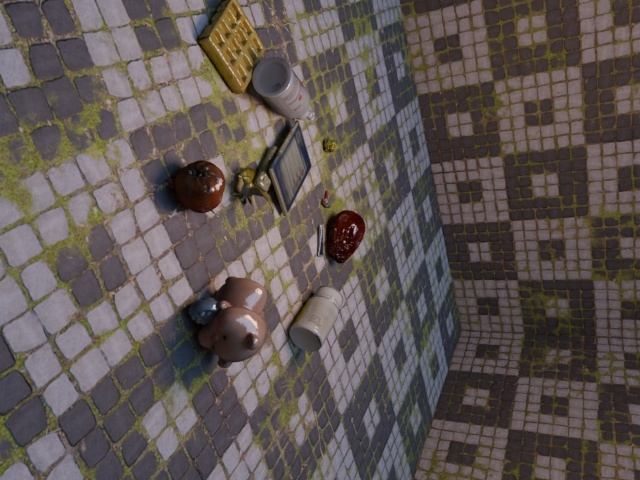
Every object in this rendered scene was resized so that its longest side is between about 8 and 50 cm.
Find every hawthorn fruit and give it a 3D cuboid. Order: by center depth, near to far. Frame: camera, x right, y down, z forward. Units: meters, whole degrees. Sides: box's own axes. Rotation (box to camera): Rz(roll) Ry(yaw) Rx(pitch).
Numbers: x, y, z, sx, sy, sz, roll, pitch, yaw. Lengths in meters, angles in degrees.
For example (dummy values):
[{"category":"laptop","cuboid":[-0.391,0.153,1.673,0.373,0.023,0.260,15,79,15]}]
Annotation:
[{"category":"hawthorn fruit","cuboid":[-0.351,-0.138,1.434,0.149,0.149,0.189,-48,164,-51]}]

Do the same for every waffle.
[{"category":"waffle","cuboid":[-0.284,-0.648,1.650,0.221,0.055,0.247,54,44,-45]}]

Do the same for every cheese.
[{"category":"cheese","cuboid":[-0.190,-0.260,1.800,0.064,0.044,0.193,59,40,-45]}]

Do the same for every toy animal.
[{"category":"toy animal","cuboid":[-0.253,0.237,1.496,0.229,0.210,0.221,47,40,4]},{"category":"toy animal","cuboid":[-0.243,-0.164,1.631,0.219,0.095,0.155,56,19,25]}]

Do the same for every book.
[{"category":"book","cuboid":[-0.112,-0.281,1.915,0.322,0.018,0.228,-67,151,-42]}]

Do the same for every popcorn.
[{"category":"popcorn","cuboid":[0.048,-0.422,2.224,0.083,0.068,0.059,-115,-145,-65]}]

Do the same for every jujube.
[{"category":"jujube","cuboid":[0.105,-0.017,2.211,0.168,0.168,0.236,40,70,-53]}]

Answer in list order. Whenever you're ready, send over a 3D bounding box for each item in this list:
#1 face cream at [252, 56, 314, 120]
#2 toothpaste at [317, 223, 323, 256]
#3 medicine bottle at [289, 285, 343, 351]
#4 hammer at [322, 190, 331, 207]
[{"category":"face cream","cuboid":[-0.119,-0.528,1.841,0.370,0.146,0.145,27,64,-75]},{"category":"toothpaste","cuboid":[0.000,0.000,2.139,0.037,0.021,0.139,3,87,-54]},{"category":"medicine bottle","cuboid":[-0.009,0.304,1.971,0.258,0.144,0.143,-53,133,-47]},{"category":"hammer","cuboid":[0.028,-0.186,2.200,0.052,0.031,0.083,47,37,-53]}]
